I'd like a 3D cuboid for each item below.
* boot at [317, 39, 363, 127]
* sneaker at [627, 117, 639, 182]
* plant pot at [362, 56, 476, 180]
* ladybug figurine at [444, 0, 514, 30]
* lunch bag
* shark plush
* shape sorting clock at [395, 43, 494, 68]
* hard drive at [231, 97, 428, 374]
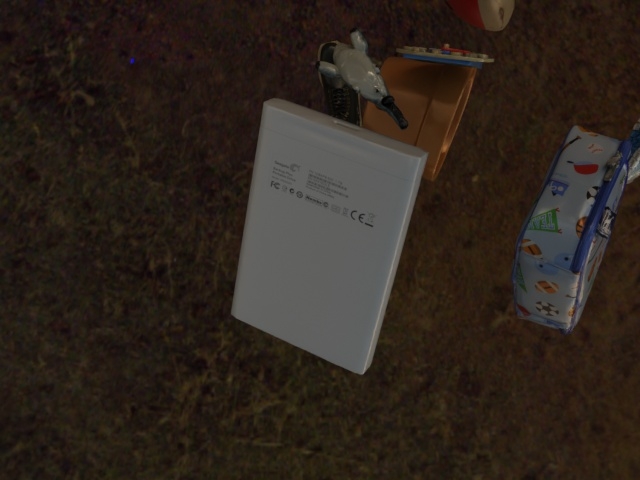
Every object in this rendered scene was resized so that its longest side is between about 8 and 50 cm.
[{"bbox_3d":[0.037,-0.260,1.419,0.077,0.137,0.197,-14,109,12],"label":"boot"},{"bbox_3d":[0.641,-0.184,1.525,0.083,0.071,0.190,8,133,-41],"label":"sneaker"},{"bbox_3d":[0.225,-0.308,1.843,0.204,0.291,0.290,20,128,10],"label":"plant pot"},{"bbox_3d":[0.347,-0.637,1.738,0.162,0.304,0.449,-1,170,15],"label":"ladybug figurine"},{"bbox_3d":[0.381,-0.017,1.170,0.115,0.243,0.303,22,151,21],"label":"lunch bag"},{"bbox_3d":[0.070,-0.213,1.020,0.073,0.161,0.067,-52,154,8],"label":"shark plush"},{"bbox_3d":[0.262,-0.393,1.636,0.206,0.206,0.040,6,102,-6],"label":"shape sorting clock"},{"bbox_3d":[0.000,0.000,1.108,0.233,0.047,0.352,22,120,18],"label":"hard drive"}]
